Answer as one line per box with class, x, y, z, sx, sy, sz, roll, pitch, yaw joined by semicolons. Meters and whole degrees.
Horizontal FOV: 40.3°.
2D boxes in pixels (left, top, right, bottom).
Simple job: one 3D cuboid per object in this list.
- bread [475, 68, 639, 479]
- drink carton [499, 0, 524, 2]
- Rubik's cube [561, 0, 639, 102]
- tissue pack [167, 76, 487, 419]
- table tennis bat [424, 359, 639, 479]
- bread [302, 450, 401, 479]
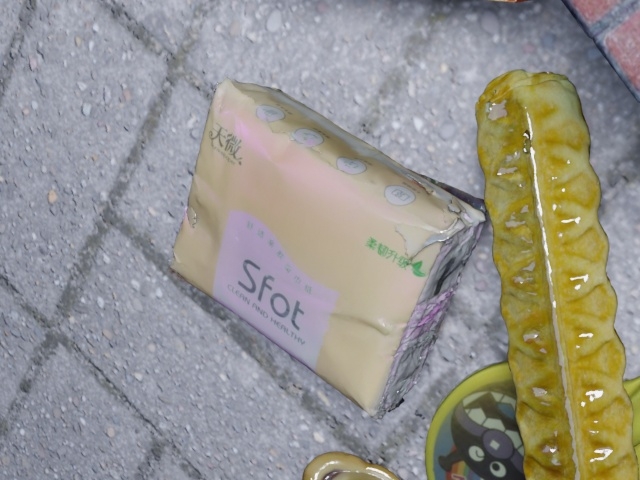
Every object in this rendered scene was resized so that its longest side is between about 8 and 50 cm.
bread;0.181;0.049;0.670;0.084;0.077;0.367;-8;88;-7
drink carton;0.066;-0.231;0.670;0.223;0.096;0.071;16;113;26
Rubik's cube;0.260;-0.217;0.439;0.238;0.237;0.237;57;151;4
tissue pack;0.000;0.000;0.771;0.257;0.123;0.215;34;122;26
table tennis bat;0.231;0.173;0.729;0.224;0.054;0.368;50;126;12
bread;0.035;0.322;0.878;0.134;0.081;0.225;19;113;19
